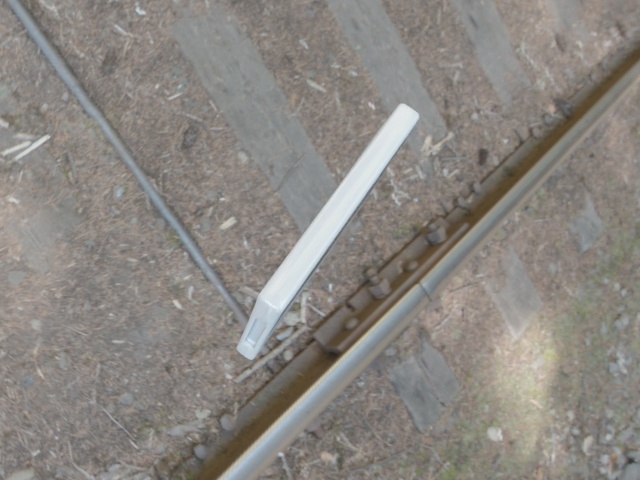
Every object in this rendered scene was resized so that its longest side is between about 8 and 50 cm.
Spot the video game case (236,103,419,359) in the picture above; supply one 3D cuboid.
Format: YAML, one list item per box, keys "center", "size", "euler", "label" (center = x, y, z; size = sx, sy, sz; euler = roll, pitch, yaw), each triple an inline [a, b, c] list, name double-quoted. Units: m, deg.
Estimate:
- center: [0.000, 0.000, 0.509]
  size: [0.022, 0.173, 0.190]
  euler: [35, 66, 2]
  label: "video game case"
